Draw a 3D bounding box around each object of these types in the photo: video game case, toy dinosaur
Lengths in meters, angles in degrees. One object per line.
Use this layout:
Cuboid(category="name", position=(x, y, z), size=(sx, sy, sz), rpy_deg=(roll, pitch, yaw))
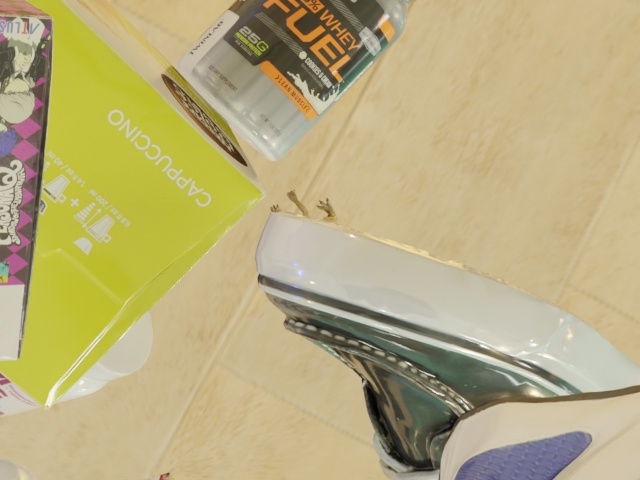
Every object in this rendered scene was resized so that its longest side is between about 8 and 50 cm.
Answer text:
Cuboid(category="video game case", position=(-0.230, -0.064, 0.885), size=(0.042, 0.232, 0.210), rpy_deg=(-1, 111, -29))
Cuboid(category="toy dinosaur", position=(0.000, 0.000, 1.534), size=(0.053, 0.183, 0.092), rpy_deg=(-44, 43, 24))

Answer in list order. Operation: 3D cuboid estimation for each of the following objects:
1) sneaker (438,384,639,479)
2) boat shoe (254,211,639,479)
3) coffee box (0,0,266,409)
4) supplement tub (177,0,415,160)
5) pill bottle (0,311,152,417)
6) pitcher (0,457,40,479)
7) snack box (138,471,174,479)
Cuboid(category="sneaker", position=(0.062, 0.154, 0.452), size=(0.315, 0.182, 0.127), rpy_deg=(-42, 98, 3))
Cuboid(category="boat shoe", position=(0.085, 0.089, 0.715), size=(0.335, 0.121, 0.119), rpy_deg=(29, 84, -40))
Cuboid(category="coffee box", position=(-0.310, -0.090, 1.544), size=(0.338, 0.334, 0.337), rpy_deg=(-44, 111, 5))
Cuboid(category="supplement tub", position=(-0.020, -0.277, 1.856), size=(0.193, 0.193, 0.316), rpy_deg=(43, 89, 2))
Cuboid(category="pill bottle", position=(-0.371, 0.141, 1.869), size=(0.283, 0.160, 0.160), rpy_deg=(-18, 80, 34))
Cuboid(category="pitcher", position=(-0.424, 0.378, 1.783), size=(0.125, 0.207, 0.178), rpy_deg=(32, 91, -18))
Cuboid(category="snack box", position=(-0.135, 0.331, 1.176), size=(0.070, 0.207, 0.174), rpy_deg=(-17, 119, 12))
